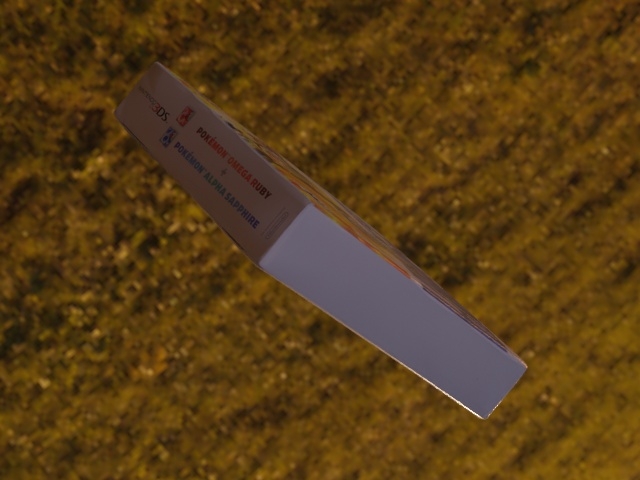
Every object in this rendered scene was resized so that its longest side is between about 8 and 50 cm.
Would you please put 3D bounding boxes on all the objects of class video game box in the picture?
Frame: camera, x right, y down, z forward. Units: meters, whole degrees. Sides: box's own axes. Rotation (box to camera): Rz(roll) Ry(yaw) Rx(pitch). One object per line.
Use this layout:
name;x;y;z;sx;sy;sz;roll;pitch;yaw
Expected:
video game box;0.000;0.000;0.776;0.048;0.187;0.205;-52;132;2
